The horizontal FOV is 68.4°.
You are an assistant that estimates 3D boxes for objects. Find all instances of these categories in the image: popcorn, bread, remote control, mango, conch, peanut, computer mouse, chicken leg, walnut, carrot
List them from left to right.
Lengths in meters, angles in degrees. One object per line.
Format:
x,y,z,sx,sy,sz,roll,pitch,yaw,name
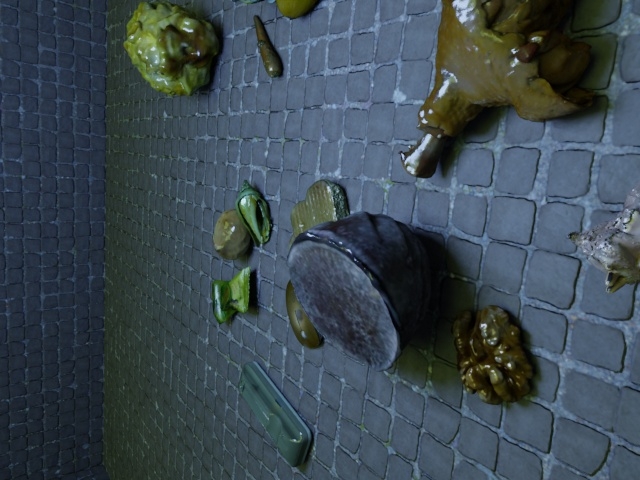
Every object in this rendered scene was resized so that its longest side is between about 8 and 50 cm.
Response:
-0.506,-0.650,1.580,0.312,0.312,0.313,4,95,51,popcorn
-0.275,-0.022,1.472,0.140,0.109,0.159,29,102,35,peanut
-0.200,-0.088,1.400,0.095,0.079,0.201,-35,82,33,conch
-0.160,-0.564,1.352,0.049,0.049,0.255,-45,54,43,carrot
-0.147,0.498,1.374,0.335,0.065,0.128,37,117,44,remote control
-0.049,0.186,1.250,0.102,0.044,0.199,-29,69,51,computer mouse
-0.035,-0.660,1.149,0.237,0.091,0.137,-46,63,42,mango
0.000,0.000,1.168,0.207,0.056,0.287,-15,80,47,bread
0.286,0.202,0.817,0.143,0.069,0.170,-27,74,47,walnut
0.269,-0.249,0.756,0.295,0.182,0.410,43,129,22,chicken leg

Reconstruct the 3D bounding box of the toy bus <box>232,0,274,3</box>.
-0.194,-0.779,1.280,0.133,0.164,0.276,-38,64,46,toy bus

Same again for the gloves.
0.416,-0.004,0.624,0.144,0.094,0.110,-43,83,19,gloves

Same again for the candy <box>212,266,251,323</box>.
-0.279,0.180,1.518,0.246,0.069,0.149,-27,66,54,candy

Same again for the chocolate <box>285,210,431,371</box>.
0.104,0.073,0.920,0.303,0.213,0.303,35,144,31,chocolate
